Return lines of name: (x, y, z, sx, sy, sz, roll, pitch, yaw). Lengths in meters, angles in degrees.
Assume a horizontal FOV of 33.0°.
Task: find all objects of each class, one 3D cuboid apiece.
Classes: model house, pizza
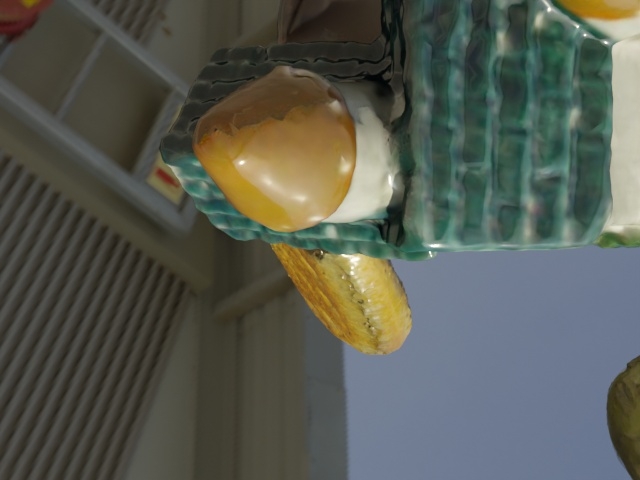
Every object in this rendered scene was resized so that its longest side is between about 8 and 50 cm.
model house: (0.046, -0.084, 0.496, 0.272, 0.301, 0.190, 6, -82, 31)
pizza: (0.000, 0.000, 0.800, 0.058, 0.197, 0.292, -37, 170, -7)

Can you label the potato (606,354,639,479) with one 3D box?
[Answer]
potato: (0.362, 0.201, 0.952, 0.143, 0.248, 0.169, -48, 161, 11)
